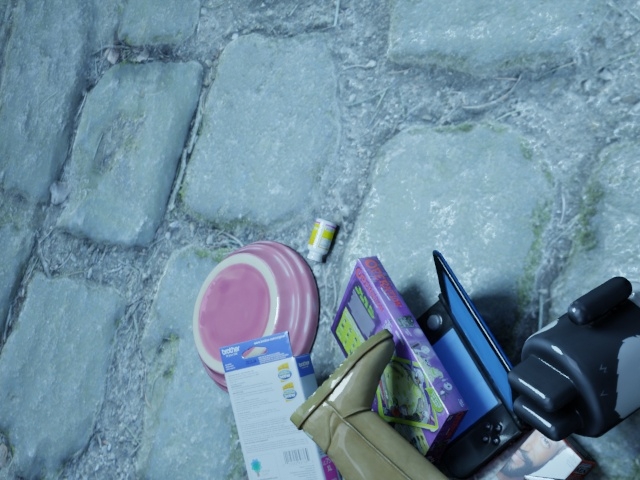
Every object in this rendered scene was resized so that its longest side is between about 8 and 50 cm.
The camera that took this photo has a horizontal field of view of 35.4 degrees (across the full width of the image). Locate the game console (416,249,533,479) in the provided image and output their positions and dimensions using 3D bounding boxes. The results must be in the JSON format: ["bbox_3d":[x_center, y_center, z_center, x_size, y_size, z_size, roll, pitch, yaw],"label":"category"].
[{"bbox_3d":[0.214,0.210,1.675,0.250,0.173,0.293,-45,51,22],"label":"game console"}]

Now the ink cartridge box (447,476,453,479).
[{"bbox_3d":[0.190,0.439,1.721,0.083,0.028,0.048,-24,62,34],"label":"ink cartridge box"}]

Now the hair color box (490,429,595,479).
[{"bbox_3d":[0.343,0.377,1.589,0.167,0.053,0.093,-53,48,14],"label":"hair color box"}]

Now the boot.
[{"bbox_3d":[0.117,0.315,1.642,0.269,0.089,0.236,44,89,15],"label":"boot"}]

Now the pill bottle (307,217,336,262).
[{"bbox_3d":[0.000,0.000,2.019,0.043,0.043,0.083,18,89,43],"label":"pill bottle"}]

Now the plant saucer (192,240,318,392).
[{"bbox_3d":[-0.152,0.157,2.078,0.332,0.084,0.332,-14,68,39],"label":"plant saucer"}]

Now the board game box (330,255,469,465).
[{"bbox_3d":[0.129,0.221,1.769,0.208,0.056,0.347,105,145,-46],"label":"board game box"}]

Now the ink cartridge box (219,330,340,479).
[{"bbox_3d":[-0.079,0.336,1.912,0.185,0.065,0.311,-18,86,36],"label":"ink cartridge box"}]

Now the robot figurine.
[{"bbox_3d":[0.410,0.176,1.457,0.174,0.278,0.209,55,160,16],"label":"robot figurine"}]

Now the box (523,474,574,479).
[{"bbox_3d":[0.367,0.537,1.424,0.143,0.191,0.382,2,78,42],"label":"box"}]
